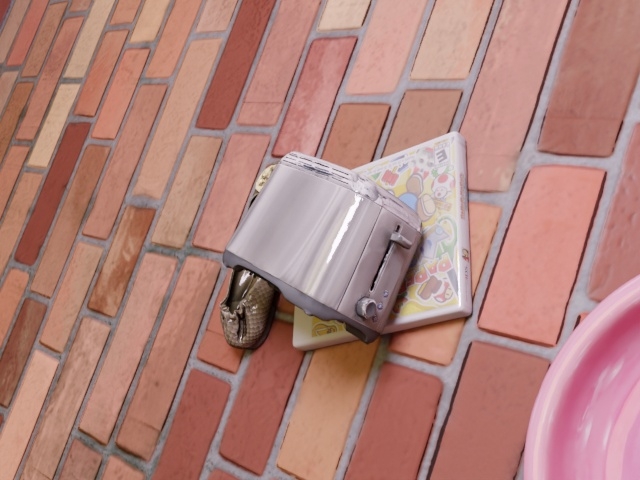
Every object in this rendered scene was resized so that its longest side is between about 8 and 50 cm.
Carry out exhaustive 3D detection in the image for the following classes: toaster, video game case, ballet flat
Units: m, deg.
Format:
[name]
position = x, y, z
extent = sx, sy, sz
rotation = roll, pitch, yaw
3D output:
[toaster]
position = 0.000, 0.000, 0.892
extent = 0.227, 0.129, 0.146
rotation = 25, 85, 50
[video game case]
position = 0.063, 0.005, 0.938
extent = 0.227, 0.026, 0.206
rotation = -18, 59, 37
[ballet flat]
position = -0.077, 0.011, 1.044
extent = 0.084, 0.058, 0.249
rotation = 2, 71, 43

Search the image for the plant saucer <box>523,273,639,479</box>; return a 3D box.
[plant saucer]
position = 0.307, 0.166, 0.584
extent = 0.332, 0.084, 0.332
rotation = -22, 56, 36
